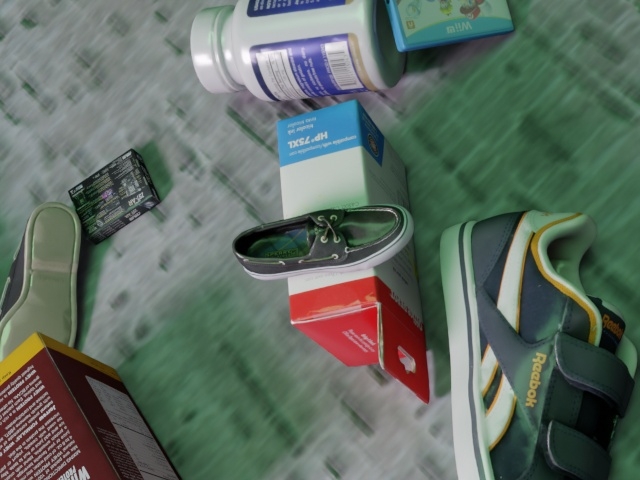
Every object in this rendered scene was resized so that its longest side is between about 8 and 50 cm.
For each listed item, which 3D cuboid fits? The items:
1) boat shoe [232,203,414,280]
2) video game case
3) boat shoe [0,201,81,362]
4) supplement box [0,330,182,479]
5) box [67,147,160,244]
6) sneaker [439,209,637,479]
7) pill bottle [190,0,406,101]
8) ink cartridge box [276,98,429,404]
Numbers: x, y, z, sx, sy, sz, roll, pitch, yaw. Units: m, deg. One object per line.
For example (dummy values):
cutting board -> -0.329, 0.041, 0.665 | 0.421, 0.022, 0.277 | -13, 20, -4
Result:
boat shoe -> 0.000, 0.000, 0.833 | 0.142, 0.040, 0.049 | -14, 64, 18
video game case -> 0.103, -0.260, 0.994 | 0.119, 0.015, 0.166 | -13, 87, -24
boat shoe -> -0.282, 0.066, 1.089 | 0.065, 0.075, 0.206 | 158, 123, -64
supplement box -> -0.240, 0.226, 0.951 | 0.191, 0.129, 0.194 | -41, 58, 3
box -> -0.211, -0.045, 1.115 | 0.083, 0.018, 0.067 | -33, 60, 8
sneaker -> 0.170, 0.117, 0.817 | 0.127, 0.126, 0.321 | -16, 62, 24
pill bottle -> -0.022, -0.190, 1.039 | 0.186, 0.112, 0.112 | -2, 68, 23
ink cartridge box -> 0.029, 0.018, 0.916 | 0.078, 0.134, 0.231 | -13, 64, 18
